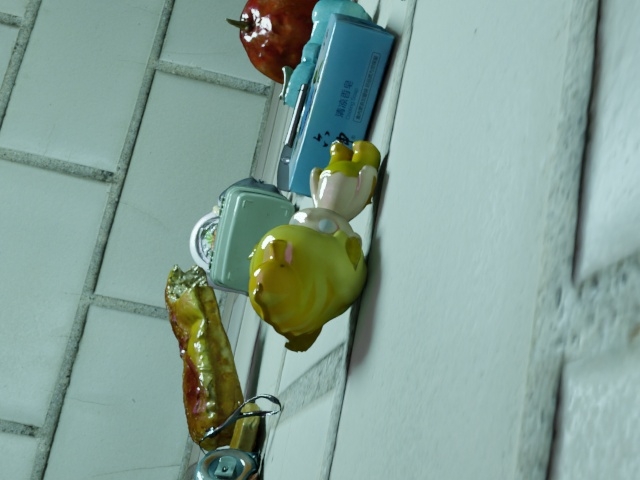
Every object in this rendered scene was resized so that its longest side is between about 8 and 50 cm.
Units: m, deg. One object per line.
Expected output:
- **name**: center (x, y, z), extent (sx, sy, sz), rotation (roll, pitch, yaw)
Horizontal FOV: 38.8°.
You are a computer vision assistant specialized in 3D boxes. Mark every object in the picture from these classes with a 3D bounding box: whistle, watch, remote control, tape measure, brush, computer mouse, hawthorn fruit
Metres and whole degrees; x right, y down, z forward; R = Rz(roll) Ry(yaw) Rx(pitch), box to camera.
- **whistle**: center (0.015, -0.245, 1.368), extent (0.186, 0.093, 0.274), rotation (18, -96, -71)
- **watch**: center (-0.159, -0.002, 1.998), extent (0.231, 0.196, 0.244), rotation (51, -129, -73)
- **remote control**: center (-0.034, -0.174, 1.265), extent (0.034, 0.016, 0.091), rotation (-97, 22, -88)
- **tape measure**: center (-0.128, 0.308, 1.340), extent (0.107, 0.104, 0.180), rotation (-83, 9, -60)
- **brush**: center (-0.019, -0.233, 1.471), extent (0.282, 0.048, 0.054), rotation (-7, -76, -79)
- **computer mouse**: center (-0.054, -0.154, 1.793), extent (0.232, 0.057, 0.120), rotation (-131, 54, -81)
- **hawthorn fruit**: center (-0.060, -0.376, 1.670), extent (0.189, 0.251, 0.189), rotation (16, 108, 60)

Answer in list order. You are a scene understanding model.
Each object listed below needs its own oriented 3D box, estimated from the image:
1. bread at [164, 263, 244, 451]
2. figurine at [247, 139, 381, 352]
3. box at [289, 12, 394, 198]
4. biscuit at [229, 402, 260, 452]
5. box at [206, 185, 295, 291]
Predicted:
- **bread**: center (-0.231, 0.214, 1.772), extent (0.185, 0.109, 0.380), rotation (104, 153, -63)
- **figurine**: center (0.000, 0.000, 0.989), extent (0.156, 0.131, 0.246), rotation (3, 57, 42)
- **box**: center (0.023, -0.179, 1.218), extent (0.142, 0.083, 0.232), rotation (-94, 18, -72)
- **biscuit**: center (-0.132, 0.357, 1.532), extent (0.239, 0.041, 0.212), rotation (115, 172, -55)
- **box**: center (-0.135, 0.001, 1.792), extent (0.129, 0.148, 0.210), rotation (-159, 80, -74)
